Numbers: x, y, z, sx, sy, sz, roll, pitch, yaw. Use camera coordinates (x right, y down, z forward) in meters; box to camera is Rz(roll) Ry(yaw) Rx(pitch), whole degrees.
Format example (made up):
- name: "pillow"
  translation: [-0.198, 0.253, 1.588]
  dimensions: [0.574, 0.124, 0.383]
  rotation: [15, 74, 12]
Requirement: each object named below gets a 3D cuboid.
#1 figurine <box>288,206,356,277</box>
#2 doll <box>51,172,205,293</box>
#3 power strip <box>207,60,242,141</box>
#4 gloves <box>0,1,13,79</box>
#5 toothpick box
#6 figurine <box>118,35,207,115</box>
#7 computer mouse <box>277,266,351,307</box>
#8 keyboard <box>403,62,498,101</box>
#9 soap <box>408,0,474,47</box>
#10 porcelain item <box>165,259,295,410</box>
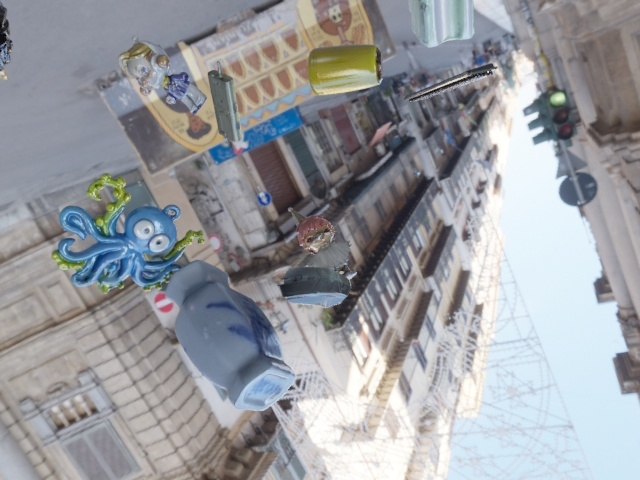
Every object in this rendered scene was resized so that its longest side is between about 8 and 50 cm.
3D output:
- name: "figurine"
  translation: [0.000, 0.000, 1.830]
  dimensions: [0.206, 0.387, 0.166]
  rotation: [-30, 162, -6]
- name: "doll"
  translation: [-0.523, 0.009, 1.241]
  dimensions: [0.341, 0.346, 0.098]
  rotation: [-43, -148, -9]
- name: "power strip"
  translation: [-0.300, -0.432, 1.442]
  dimensions: [0.092, 0.268, 0.034]
  rotation: [30, -126, 24]
- name: "gloves"
  translation: [-0.814, -0.490, 1.118]
  dimensions: [0.124, 0.204, 0.164]
  rotation: [24, -121, 33]
- name: "toothpick box"
  translation: [0.101, -0.646, 1.730]
  dimensions: [0.271, 0.175, 0.175]
  rotation: [0, -159, 18]
- name: "figurine"
  translation: [-0.487, -0.521, 1.454]
  dimensions: [0.194, 0.274, 0.133]
  rotation: [122, -11, -60]
- name: "computer mouse"
  translation: [-0.020, 0.132, 1.417]
  dimensions: [0.230, 0.071, 0.126]
  rotation: [6, -127, 7]
- name: "keyboard"
  translation: [0.290, -0.355, 1.050]
  dimensions: [0.093, 0.025, 0.230]
  rotation: [-21, -169, -22]
- name: "soap"
  translation: [0.307, -0.789, 1.235]
  dimensions: [0.156, 0.447, 0.261]
  rotation: [-10, -144, 9]
- name: "porcelain item"
  translation: [-0.243, 0.240, 1.197]
  dimensions: [0.178, 0.242, 0.405]
  rotation: [-45, -125, 3]
